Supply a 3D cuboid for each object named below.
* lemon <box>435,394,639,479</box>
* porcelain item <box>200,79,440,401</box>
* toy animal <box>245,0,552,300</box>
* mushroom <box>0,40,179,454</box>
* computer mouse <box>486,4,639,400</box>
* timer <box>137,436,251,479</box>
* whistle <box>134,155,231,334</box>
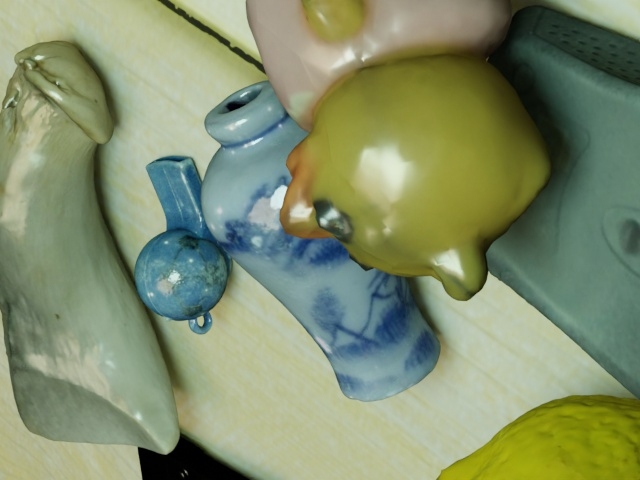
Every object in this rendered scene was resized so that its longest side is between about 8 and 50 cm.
[{"bbox_3d":[0.216,0.240,0.984,0.310,0.253,0.253,33,136,17],"label":"lemon"},{"bbox_3d":[0.000,0.000,1.106,0.141,0.141,0.259,-4,124,44],"label":"porcelain item"},{"bbox_3d":[0.046,-0.093,0.887,0.169,0.195,0.281,-15,70,16],"label":"toy animal"},{"bbox_3d":[-0.236,0.007,1.332,0.177,0.126,0.397,5,121,31],"label":"mushroom"},{"bbox_3d":[0.213,-0.013,0.888,0.371,0.121,0.188,38,125,40],"label":"computer mouse"},{"bbox_3d":[-0.103,0.278,1.459,0.187,0.055,0.144,24,130,35],"label":"timer"},{"bbox_3d":[-0.128,0.013,1.264,0.090,0.090,0.158,-1,117,44],"label":"whistle"}]
